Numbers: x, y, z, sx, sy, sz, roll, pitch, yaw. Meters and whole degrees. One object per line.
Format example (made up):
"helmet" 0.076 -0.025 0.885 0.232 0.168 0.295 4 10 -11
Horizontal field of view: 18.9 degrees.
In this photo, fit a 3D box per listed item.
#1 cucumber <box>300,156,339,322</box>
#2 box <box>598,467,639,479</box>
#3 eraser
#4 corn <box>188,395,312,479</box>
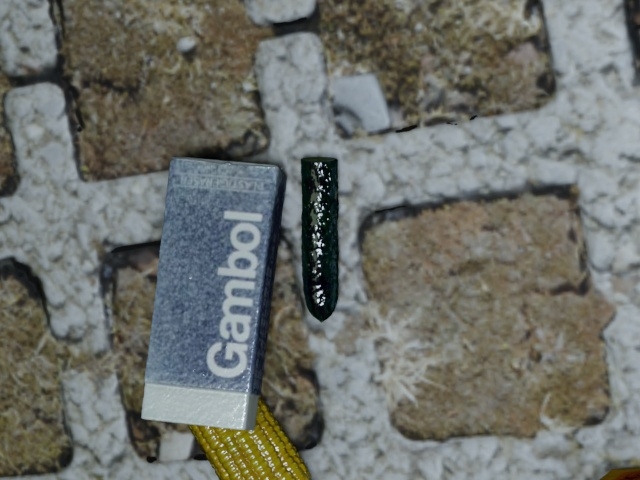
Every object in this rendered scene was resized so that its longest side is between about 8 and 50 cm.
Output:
"cucumber" 0.000 0.000 1.543 0.032 0.032 0.133 3 101 25
"box" 0.325 0.294 1.337 0.283 0.214 0.260 -7 93 25
"eraser" -0.086 0.043 1.540 0.091 0.046 0.213 6 83 11
"corn" -0.071 0.154 1.583 0.068 0.068 0.207 -39 80 25
